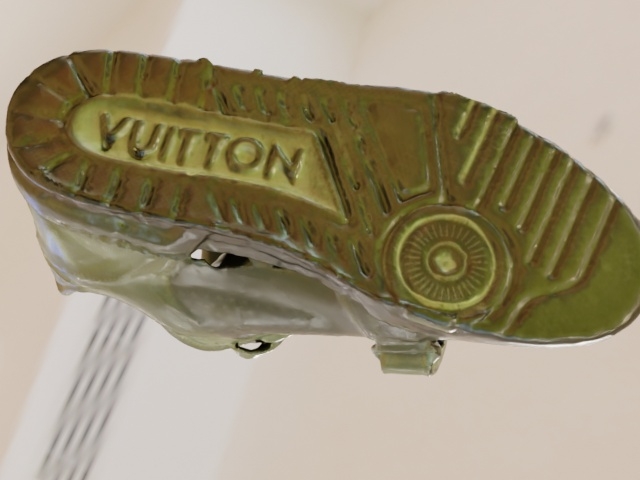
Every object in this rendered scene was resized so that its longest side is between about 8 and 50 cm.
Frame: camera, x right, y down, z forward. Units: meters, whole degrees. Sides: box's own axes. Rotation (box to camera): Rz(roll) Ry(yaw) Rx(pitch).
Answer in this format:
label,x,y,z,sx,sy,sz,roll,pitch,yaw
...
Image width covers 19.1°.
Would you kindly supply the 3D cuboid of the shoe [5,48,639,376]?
label,x,y,z,sx,sy,sz,roll,pitch,yaw
shoe,-0.001,0.003,0.884,0.149,0.293,0.109,102,3,-63
